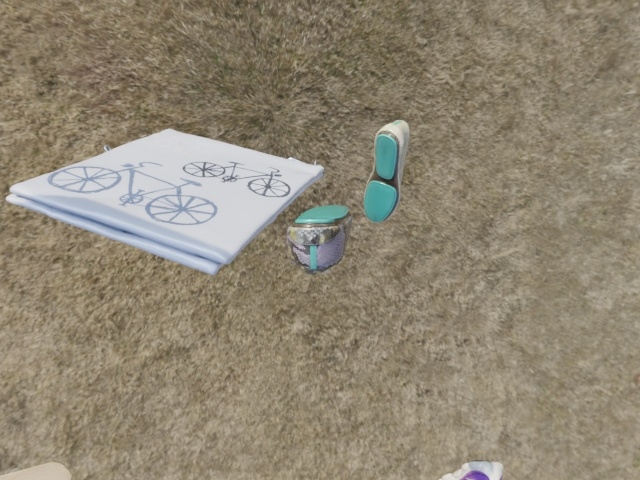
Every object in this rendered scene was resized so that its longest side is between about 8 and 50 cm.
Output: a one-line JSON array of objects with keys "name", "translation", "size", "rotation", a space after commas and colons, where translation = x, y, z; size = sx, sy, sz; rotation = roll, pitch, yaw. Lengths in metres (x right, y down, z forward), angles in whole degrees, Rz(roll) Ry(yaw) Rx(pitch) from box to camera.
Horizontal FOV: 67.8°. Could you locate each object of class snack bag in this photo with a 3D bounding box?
[{"name": "snack bag", "translation": [-0.197, -0.084, 0.704], "size": [0.322, 0.342, 0.037], "rotation": [16, 121, 14]}]

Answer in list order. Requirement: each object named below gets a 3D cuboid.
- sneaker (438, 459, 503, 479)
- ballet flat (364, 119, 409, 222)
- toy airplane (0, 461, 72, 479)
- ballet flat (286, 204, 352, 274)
[{"name": "sneaker", "translation": [0.225, 0.391, 0.724], "size": [0.068, 0.071, 0.170], "rotation": [9, 138, -2]}, {"name": "ballet flat", "translation": [0.102, -0.097, 0.691], "size": [0.057, 0.052, 0.168], "rotation": [29, 141, 19]}, {"name": "toy airplane", "translation": [-0.734, 0.550, 0.884], "size": [0.385, 0.384, 0.273], "rotation": [12, 108, -6]}, {"name": "ballet flat", "translation": [0.000, 0.000, 0.306], "size": [0.041, 0.114, 0.041], "rotation": [1, 99, 7]}]
